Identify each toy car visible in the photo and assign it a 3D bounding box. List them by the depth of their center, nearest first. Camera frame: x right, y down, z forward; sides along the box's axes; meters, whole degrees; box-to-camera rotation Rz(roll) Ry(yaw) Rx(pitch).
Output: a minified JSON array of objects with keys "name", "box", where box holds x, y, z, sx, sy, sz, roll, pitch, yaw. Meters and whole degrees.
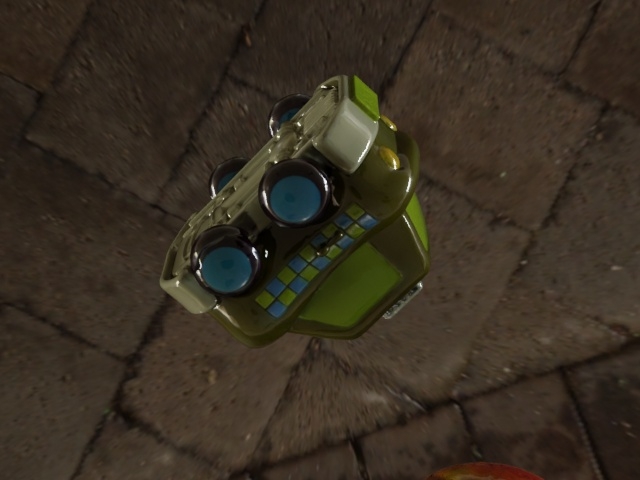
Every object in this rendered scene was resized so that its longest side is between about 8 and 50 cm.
[{"name":"toy car","box":[0.000,0.000,1.220,0.198,0.204,0.248,41,107,-16]}]

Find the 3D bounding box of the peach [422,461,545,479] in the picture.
[{"name":"peach","box":[0.226,0.451,1.678,0.290,0.372,0.373,-40,87,-20]}]
